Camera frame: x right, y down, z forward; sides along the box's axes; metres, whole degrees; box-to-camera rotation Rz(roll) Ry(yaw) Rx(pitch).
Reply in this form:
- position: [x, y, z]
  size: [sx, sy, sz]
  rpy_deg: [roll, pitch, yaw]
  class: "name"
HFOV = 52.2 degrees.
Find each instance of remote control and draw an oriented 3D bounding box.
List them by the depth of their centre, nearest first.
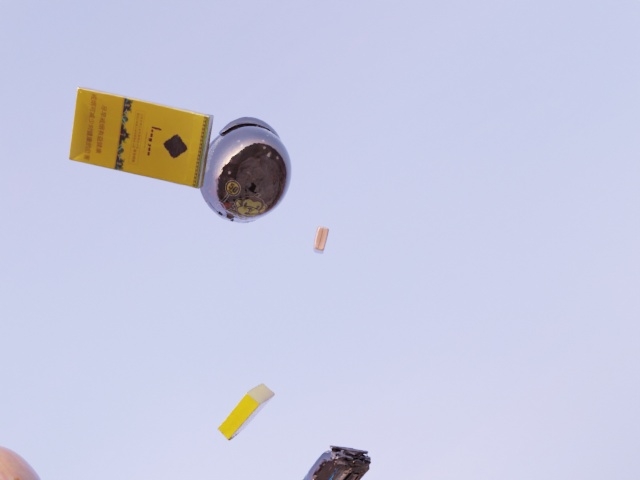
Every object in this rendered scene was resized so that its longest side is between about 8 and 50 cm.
- position: [0.002, 0.669, 1.710]
  size: [0.145, 0.062, 0.398]
  rpy_deg: [15, -53, -18]
  class: "remote control"

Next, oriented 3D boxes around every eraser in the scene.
- position: [-0.174, 0.400, 1.531]
  size: [0.122, 0.045, 0.097]
  rpy_deg: [-51, -12, 12]
  class: "eraser"

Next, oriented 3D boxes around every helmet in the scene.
- position: [-0.165, -0.177, 1.614]
  size: [0.231, 0.160, 0.278]
  rpy_deg: [27, -99, -25]
  class: "helmet"

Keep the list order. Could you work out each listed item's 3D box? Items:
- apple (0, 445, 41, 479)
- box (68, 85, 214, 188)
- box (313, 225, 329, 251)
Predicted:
- position: [-0.747, 0.588, 1.448]
  size: [0.242, 0.241, 0.242]
  rpy_deg: [-41, -26, -25]
  class: "apple"
- position: [-0.367, -0.210, 1.332]
  size: [0.279, 0.041, 0.153]
  rpy_deg: [13, -77, 1]
  class: "box"
- position: [0.000, 0.000, 1.274]
  size: [0.025, 0.115, 0.048]
  rpy_deg: [16, -94, 1]
  class: "box"
